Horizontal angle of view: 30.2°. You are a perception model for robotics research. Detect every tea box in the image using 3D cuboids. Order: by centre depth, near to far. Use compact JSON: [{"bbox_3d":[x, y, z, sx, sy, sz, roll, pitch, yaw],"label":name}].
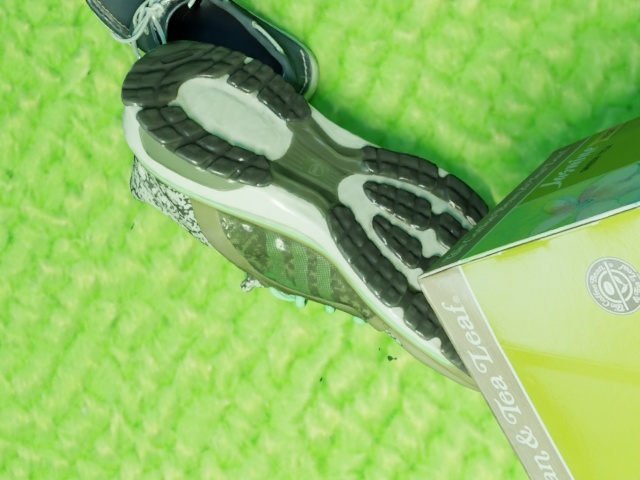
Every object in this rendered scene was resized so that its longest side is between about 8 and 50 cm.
[{"bbox_3d":[0.299,0.076,0.756,0.323,0.220,0.329,-20,103,44],"label":"tea box"}]

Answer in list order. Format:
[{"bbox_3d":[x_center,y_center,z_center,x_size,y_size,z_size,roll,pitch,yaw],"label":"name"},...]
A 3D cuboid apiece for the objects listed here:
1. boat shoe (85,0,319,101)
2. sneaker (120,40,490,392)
[{"bbox_3d":[-0.121,-0.192,1.072,0.254,0.079,0.095,35,100,15],"label":"boat shoe"},{"bbox_3d":[0.000,0.000,1.023,0.410,0.158,0.182,37,146,2],"label":"sneaker"}]
